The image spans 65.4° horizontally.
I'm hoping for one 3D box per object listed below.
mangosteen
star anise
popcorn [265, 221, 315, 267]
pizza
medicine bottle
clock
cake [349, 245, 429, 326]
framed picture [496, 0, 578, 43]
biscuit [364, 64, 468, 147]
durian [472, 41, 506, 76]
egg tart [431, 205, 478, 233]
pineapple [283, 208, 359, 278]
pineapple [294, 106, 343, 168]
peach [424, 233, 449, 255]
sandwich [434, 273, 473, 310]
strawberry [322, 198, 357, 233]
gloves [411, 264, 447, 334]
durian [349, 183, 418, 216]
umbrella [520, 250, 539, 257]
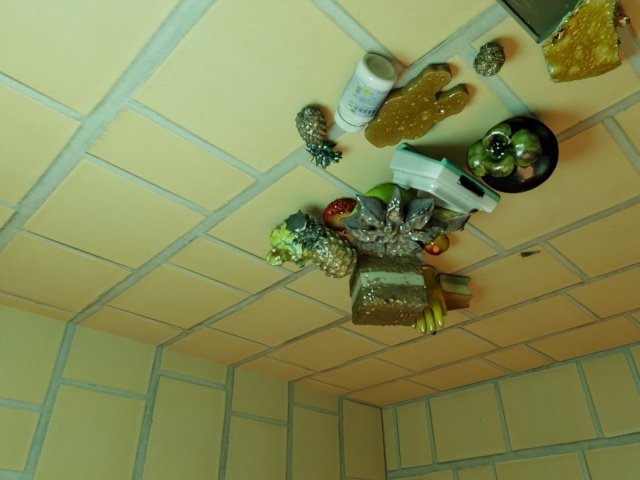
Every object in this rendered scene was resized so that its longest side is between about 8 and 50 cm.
[{"bbox_3d":[0.532,-0.233,1.378,0.243,0.242,0.242,-1,147,0],"label":"mangosteen"},{"bbox_3d":[0.220,-0.042,1.515,0.332,0.117,0.331,6,141,4],"label":"star anise"},{"bbox_3d":[-0.101,0.022,1.794,0.198,0.212,0.197,22,134,25],"label":"popcorn"},{"bbox_3d":[0.600,-0.471,1.131,0.189,0.071,0.297,-14,155,22],"label":"pizza"},{"bbox_3d":[0.110,-0.368,1.266,0.103,0.102,0.186,11,145,-18],"label":"medicine bottle"},{"bbox_3d":[0.356,-0.164,1.473,0.263,0.231,0.116,23,98,-33],"label":"clock"},{"bbox_3d":[0.252,0.166,1.928,0.256,0.290,0.282,4,148,-5],"label":"cake"},{"bbox_3d":[0.473,-0.566,1.047,0.289,0.016,0.213,23,140,-32],"label":"framed picture"},{"bbox_3d":[0.246,-0.352,1.351,0.295,0.044,0.186,-27,136,32],"label":"biscuit"},{"bbox_3d":[0.404,-0.432,1.191,0.080,0.080,0.091,-13,-171,19],"label":"durian"},{"bbox_3d":[0.404,-0.073,1.646,0.235,0.094,0.234,-12,-172,2],"label":"egg tart"},{"bbox_3d":[0.000,0.000,1.677,0.158,0.157,0.279,-29,117,36],"label":"pineapple"},{"bbox_3d":[-0.006,-0.292,1.399,0.104,0.083,0.221,-8,149,13],"label":"pineapple"},{"bbox_3d":[0.431,0.006,1.870,0.101,0.100,0.100,-1,147,0],"label":"peach"},{"bbox_3d":[0.571,0.252,2.233,0.186,0.108,0.220,9,144,-14],"label":"sandwich"},{"bbox_3d":[0.076,-0.090,1.711,0.145,0.086,0.145,1,148,1],"label":"strawberry"},{"bbox_3d":[0.435,0.255,2.065,0.133,0.294,0.116,-24,140,31],"label":"gloves"},{"bbox_3d":[0.202,-0.109,1.633,0.251,0.101,0.139,-16,125,-20],"label":"durian"},{"bbox_3d":[0.844,0.055,2.020,0.083,0.020,0.031,-17,145,15],"label":"umbrella"}]
